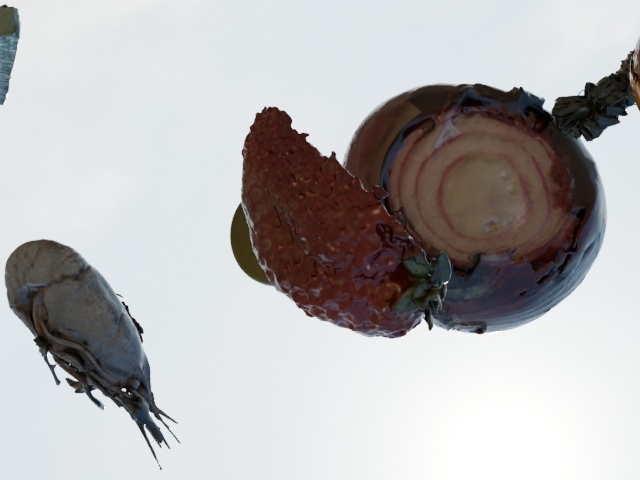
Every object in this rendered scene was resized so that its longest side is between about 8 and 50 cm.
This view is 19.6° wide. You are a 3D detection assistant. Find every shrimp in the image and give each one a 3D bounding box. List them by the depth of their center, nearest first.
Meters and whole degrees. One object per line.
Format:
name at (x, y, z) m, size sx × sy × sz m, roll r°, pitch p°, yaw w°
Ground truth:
shrimp at (-0.295, 0.149, 2.416) m, size 0.145 × 0.343 × 0.116 m, roll -33°, pitch -173°, yaw 13°

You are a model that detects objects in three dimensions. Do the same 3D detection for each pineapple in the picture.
pineapple at (0.335, -0.168, 2.090) m, size 0.159 × 0.074 × 0.074 m, roll -31°, pitch -155°, yaw 3°

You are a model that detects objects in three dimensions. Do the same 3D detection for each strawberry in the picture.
strawberry at (0.002, 0.004, 1.623) m, size 0.107 × 0.175 × 0.236 m, roll -40°, pitch -132°, yaw -15°

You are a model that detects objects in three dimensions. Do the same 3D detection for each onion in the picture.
onion at (0.187, -0.028, 2.339) m, size 0.341 × 0.341 × 0.341 m, roll -29°, pitch -154°, yaw 16°

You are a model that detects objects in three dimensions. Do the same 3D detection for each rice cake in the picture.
rice cake at (-0.356, -0.204, 2.051) m, size 0.034 × 0.043 × 0.211 m, roll -3°, pitch 163°, yaw -16°

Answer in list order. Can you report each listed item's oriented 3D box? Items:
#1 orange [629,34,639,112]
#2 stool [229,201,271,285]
orange at (0.415, -0.163, 1.771) m, size 0.234 × 0.182 × 0.234 m, roll -16°, pitch -159°, yaw 6°
stool at (-0.026, -0.004, 1.984) m, size 0.135 × 0.134 × 0.110 m, roll -24°, pitch 165°, yaw 22°
